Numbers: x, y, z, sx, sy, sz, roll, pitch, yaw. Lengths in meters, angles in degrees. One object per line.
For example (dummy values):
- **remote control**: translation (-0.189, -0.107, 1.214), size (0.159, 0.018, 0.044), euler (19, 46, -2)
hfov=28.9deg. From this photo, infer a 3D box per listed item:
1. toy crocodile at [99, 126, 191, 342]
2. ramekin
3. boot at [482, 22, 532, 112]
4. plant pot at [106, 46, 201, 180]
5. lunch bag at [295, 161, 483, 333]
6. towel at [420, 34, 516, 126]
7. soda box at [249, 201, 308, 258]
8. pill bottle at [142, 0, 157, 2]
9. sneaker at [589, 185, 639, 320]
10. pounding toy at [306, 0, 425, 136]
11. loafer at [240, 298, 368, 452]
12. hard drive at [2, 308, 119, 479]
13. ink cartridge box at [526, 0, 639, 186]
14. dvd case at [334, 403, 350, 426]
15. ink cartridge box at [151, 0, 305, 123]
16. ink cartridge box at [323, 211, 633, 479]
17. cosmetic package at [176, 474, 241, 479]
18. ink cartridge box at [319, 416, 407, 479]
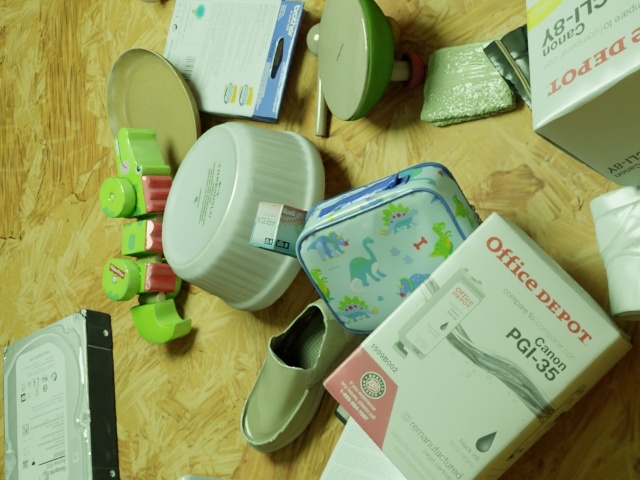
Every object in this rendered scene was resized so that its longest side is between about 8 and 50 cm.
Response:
- **toy crocodile**: translation (-0.265, -0.010, 1.925), size (0.105, 0.115, 0.341), euler (-11, 79, 42)
- **ramekin**: translation (-0.120, -0.043, 1.763), size (0.273, 0.127, 0.273), euler (-37, 43, 45)
- **boot**: translation (0.303, -0.206, 1.507), size (0.137, 0.077, 0.198), euler (-38, 66, 9)
- **plant pot**: translation (-0.262, -0.195, 1.992), size (0.236, 0.032, 0.236), euler (21, 120, 41)
- **lunch bag**: translation (0.091, 0.007, 1.543), size (0.219, 0.176, 0.090), euler (-23, 24, 25)
- **towel**: translation (0.195, -0.209, 1.631), size (0.148, 0.027, 0.110), euler (-5, 75, 42)
- **soda box**: translation (0.000, 0.000, 1.642), size (0.058, 0.183, 0.063), euler (9, 84, 54)
- **pill bottle**: translation (-0.263, -0.515, 2.083), size (0.216, 0.121, 0.121), euler (-49, 50, 21)
- **sneaker**: translation (0.423, 0.003, 1.312), size (0.292, 0.108, 0.169), euler (-24, 64, 47)
- **pounding toy**: translation (0.069, -0.252, 1.729), size (0.237, 0.110, 0.183), euler (154, 110, -69)
- **loafer**: translation (-0.039, 0.174, 1.693), size (0.268, 0.092, 0.102), euler (-57, 48, 15)
- **hard drive**: translation (-0.432, 0.306, 2.044), size (0.237, 0.064, 0.339), euler (-23, 64, 37)
- **ink cartridge box**: translation (0.367, -0.293, 1.321), size (0.279, 0.160, 0.385), euler (-31, 45, 43)
- **dvd case**: translation (0.135, 0.219, 1.567), size (0.253, 0.022, 0.180), euler (41, 106, 41)
- **ink cartridge box**: translation (-0.133, -0.284, 1.935), size (0.311, 0.065, 0.186), euler (13, 89, 47)
- **ink cartridge box**: translation (0.178, 0.138, 1.410), size (0.283, 0.117, 0.207), euler (-46, 69, 7)
- **cosmetic package**: translation (-0.247, 0.536, 1.736), size (0.453, 0.161, 0.230), euler (-41, 54, 28)
- **ink cartridge box**: translation (0.109, 0.262, 1.544), size (0.189, 0.066, 0.232), euler (12, 66, 45)
